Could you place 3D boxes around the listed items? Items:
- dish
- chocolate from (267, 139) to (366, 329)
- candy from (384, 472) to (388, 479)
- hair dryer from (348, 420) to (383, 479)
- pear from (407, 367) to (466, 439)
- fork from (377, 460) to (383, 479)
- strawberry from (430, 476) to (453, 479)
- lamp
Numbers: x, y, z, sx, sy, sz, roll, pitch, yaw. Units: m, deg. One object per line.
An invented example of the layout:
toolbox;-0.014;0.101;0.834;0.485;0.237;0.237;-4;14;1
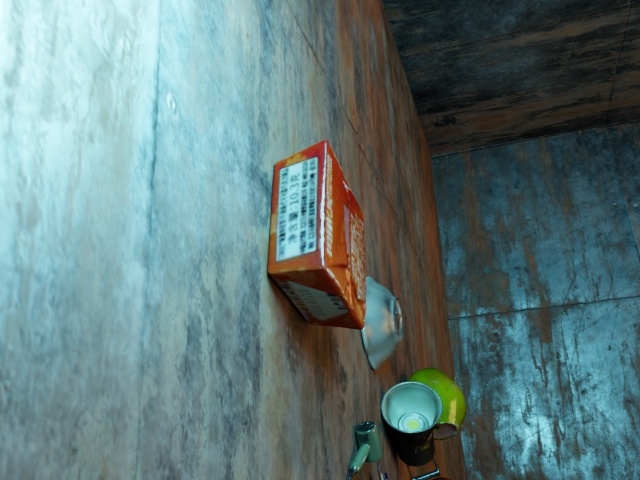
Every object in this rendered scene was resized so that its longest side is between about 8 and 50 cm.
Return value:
dish;0.156;0.195;1.568;0.229;0.081;0.229;-8;90;-75
chocolate;0.000;0.000;1.062;0.235;0.108;0.237;59;29;-56
candy;0.141;0.630;1.319;0.275;0.070;0.145;-87;169;-50
hair dryer;0.077;0.420;1.263;0.150;0.047;0.071;-37;116;-61
pear;0.326;0.460;1.881;0.219;0.188;0.187;-95;167;-44
fork;0.141;0.542;1.456;0.016;0.012;0.115;-10;90;-75
strawberry;0.377;0.795;1.790;0.288;0.250;0.238;60;15;18
lamp;0.231;0.475;1.634;0.172;0.147;0.227;-116;-169;-48
